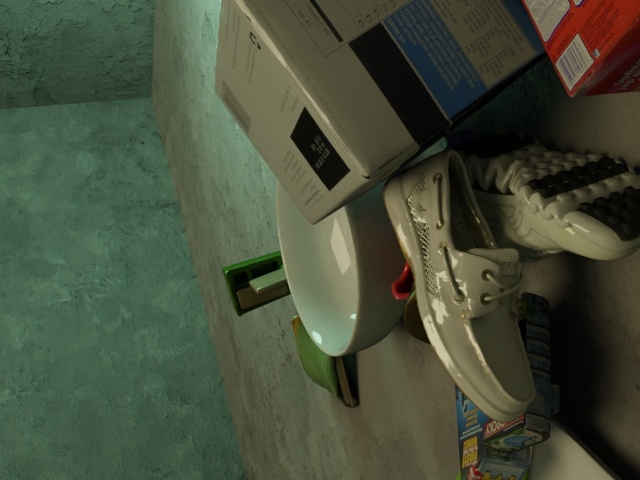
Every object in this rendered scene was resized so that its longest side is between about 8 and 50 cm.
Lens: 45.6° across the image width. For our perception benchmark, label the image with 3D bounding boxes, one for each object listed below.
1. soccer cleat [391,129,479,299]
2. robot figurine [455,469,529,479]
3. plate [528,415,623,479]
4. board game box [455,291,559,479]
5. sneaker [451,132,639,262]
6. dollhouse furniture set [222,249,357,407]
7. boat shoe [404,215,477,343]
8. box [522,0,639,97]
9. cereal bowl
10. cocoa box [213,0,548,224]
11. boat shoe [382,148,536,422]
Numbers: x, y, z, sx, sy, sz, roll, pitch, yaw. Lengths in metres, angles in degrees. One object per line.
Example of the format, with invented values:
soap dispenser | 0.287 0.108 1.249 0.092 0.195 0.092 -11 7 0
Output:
soccer cleat | 0.151 -0.022 0.964 0.083 0.095 0.248 -121 29 -47
robot figurine | 0.217 0.307 0.955 0.101 0.067 0.115 -11 87 43
plate | 0.302 0.357 0.772 0.277 0.045 0.278 -134 40 -60
board game box | 0.206 0.184 0.845 0.194 0.060 0.194 121 159 -62
sneaker | 0.226 -0.028 0.759 0.292 0.110 0.118 -127 26 -69
dollhouse furniture set | -0.061 0.190 1.488 0.197 0.151 0.302 -147 40 -66
boat shoe | 0.153 0.047 0.926 0.224 0.080 0.073 90 -159 -51
box | 0.260 -0.229 0.526 0.257 0.122 0.128 117 140 -59
cereal bowl | 0.049 0.005 1.189 0.339 0.141 0.339 170 90 -71
cocoa box | 0.040 -0.187 0.839 0.231 0.228 0.347 54 170 -1
boat shoe | 0.150 0.036 0.745 0.096 0.098 0.277 -36 68 37
